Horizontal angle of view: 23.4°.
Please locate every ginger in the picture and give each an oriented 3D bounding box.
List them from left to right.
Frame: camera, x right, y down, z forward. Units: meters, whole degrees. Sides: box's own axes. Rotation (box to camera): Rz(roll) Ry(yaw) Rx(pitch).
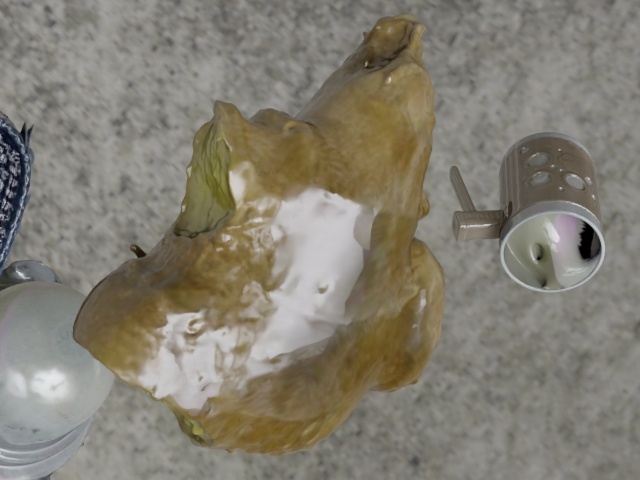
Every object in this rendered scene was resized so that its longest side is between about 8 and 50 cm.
[{"bbox_3d":[0.000,0.000,0.873,0.270,0.123,0.219,-51,126,0],"label":"ginger"}]

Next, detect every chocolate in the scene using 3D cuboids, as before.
[{"bbox_3d":[-0.252,0.103,1.378,0.221,0.221,0.147,20,145,-40],"label":"chocolate"}]

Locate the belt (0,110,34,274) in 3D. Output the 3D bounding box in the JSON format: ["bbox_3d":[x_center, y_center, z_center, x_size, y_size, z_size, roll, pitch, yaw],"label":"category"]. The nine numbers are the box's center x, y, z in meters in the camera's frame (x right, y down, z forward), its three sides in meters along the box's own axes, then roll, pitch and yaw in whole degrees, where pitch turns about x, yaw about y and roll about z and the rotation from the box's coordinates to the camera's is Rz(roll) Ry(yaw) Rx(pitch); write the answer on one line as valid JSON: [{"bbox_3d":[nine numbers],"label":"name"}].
[{"bbox_3d":[-0.304,-0.008,1.205,0.122,0.128,0.218,22,96,-21],"label":"belt"}]

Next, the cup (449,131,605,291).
[{"bbox_3d":[0.148,-0.019,1.096,0.102,0.099,0.074,-15,127,17],"label":"cup"}]
